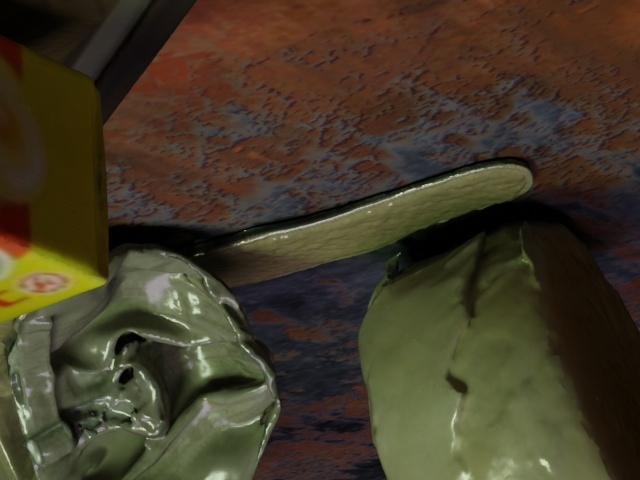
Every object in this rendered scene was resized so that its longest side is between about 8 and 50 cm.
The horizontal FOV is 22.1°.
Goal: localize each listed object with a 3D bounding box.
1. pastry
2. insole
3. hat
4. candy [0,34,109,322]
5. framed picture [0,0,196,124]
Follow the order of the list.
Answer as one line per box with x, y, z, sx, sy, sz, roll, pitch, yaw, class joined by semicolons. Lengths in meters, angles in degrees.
0.129;0.109;0.968;0.133;0.265;0.265;-26;158;26;pastry
0.000;0.000;0.917;0.247;0.011;0.081;-17;161;12;insole
-0.156;0.089;0.913;0.244;0.214;0.149;7;-148;38;hat
-0.209;-0.036;0.504;0.146;0.088;0.276;-20;155;29;candy
-0.123;-0.074;0.602;0.128;0.023;0.168;-2;159;-29;framed picture
